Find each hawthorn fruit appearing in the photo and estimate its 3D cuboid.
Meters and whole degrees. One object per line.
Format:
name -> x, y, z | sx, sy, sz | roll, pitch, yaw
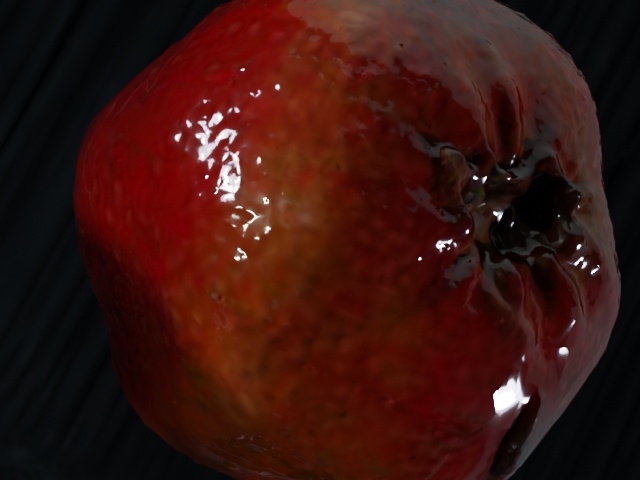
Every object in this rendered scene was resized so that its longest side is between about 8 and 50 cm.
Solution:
hawthorn fruit -> 0.000, 0.000, 0.960 | 0.265, 0.265, 0.307 | 34, 156, -25
